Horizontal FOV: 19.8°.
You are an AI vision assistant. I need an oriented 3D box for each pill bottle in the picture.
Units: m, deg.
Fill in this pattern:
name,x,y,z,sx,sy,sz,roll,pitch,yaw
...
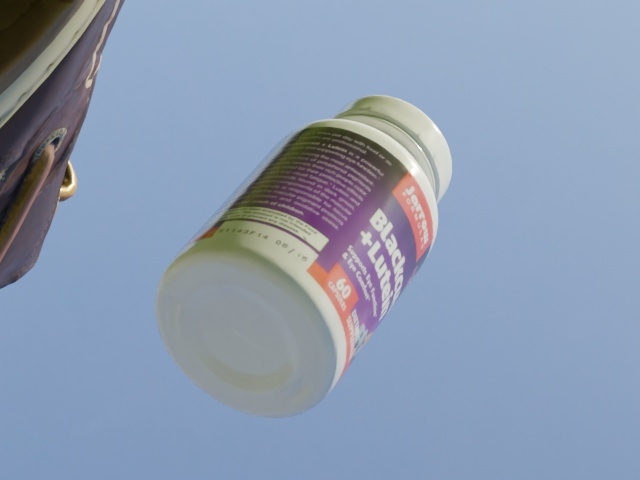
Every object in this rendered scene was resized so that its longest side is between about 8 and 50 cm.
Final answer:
name,x,y,z,sx,sy,sz,roll,pitch,yaw
pill bottle,0.000,0.000,1.005,0.108,0.108,0.193,-1,-148,31

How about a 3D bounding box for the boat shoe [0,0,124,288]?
name,x,y,z,sx,sy,sz,roll,pitch,yaw
boat shoe,-0.131,-0.031,0.525,0.123,0.123,0.342,27,-91,10
